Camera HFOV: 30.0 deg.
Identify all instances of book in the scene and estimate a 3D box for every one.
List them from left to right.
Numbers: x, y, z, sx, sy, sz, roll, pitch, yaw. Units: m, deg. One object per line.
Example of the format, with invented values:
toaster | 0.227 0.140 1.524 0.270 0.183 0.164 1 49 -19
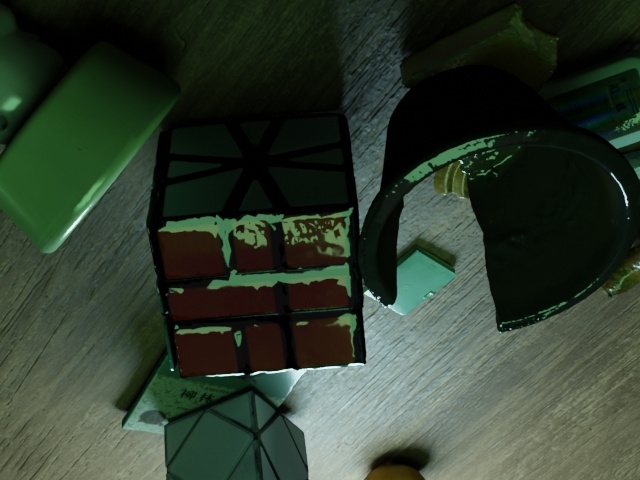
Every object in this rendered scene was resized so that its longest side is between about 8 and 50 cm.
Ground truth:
book | -0.182 0.261 2.208 0.264 0.031 0.379 14 135 -22
book | 0.154 0.070 2.042 0.103 0.017 0.135 30 127 -28

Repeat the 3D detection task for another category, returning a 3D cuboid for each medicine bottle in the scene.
medicine bottle | 0.430 -0.199 1.699 0.229 0.083 0.121 -19 102 22

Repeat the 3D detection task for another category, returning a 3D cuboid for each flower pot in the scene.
flower pot | 0.224 -0.087 1.618 0.380 0.251 0.379 -5 135 -4

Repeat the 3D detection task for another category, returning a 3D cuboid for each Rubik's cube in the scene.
Rubik's cube | -0.153 0.434 2.229 0.205 0.207 0.205 -23 137 19
Rubik's cube | -0.085 0.002 1.717 0.294 0.288 0.283 -3 124 -2

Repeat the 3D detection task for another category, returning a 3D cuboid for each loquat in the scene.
loquat | 0.152 0.533 2.450 0.163 0.163 0.137 0 168 -5

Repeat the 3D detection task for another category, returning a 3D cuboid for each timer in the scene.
timer | -0.390 -0.188 1.579 0.315 0.290 0.291 40 125 -10

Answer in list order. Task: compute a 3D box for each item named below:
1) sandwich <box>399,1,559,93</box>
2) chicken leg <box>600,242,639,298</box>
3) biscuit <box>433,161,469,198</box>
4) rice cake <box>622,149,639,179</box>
sandwich | 0.229 -0.259 1.666 0.193 0.058 0.162 14 132 -18
chicken leg | 0.561 -0.005 1.856 0.140 0.211 0.361 42 126 8
biscuit | 0.290 -0.120 1.809 0.224 0.033 0.144 6 122 0
rice cake | 0.442 -0.101 1.859 0.245 0.045 0.042 -14 140 9
